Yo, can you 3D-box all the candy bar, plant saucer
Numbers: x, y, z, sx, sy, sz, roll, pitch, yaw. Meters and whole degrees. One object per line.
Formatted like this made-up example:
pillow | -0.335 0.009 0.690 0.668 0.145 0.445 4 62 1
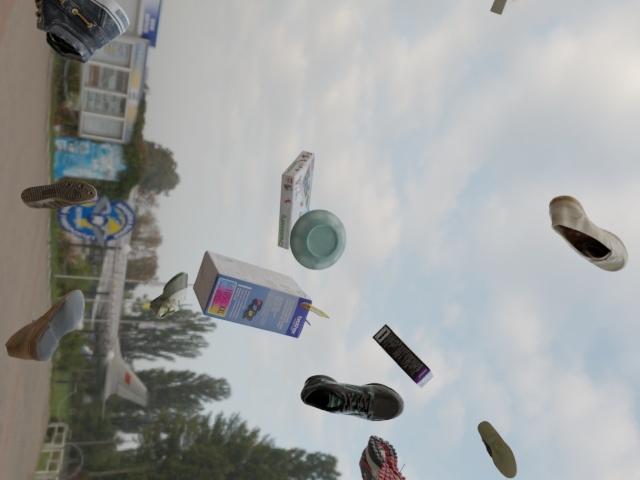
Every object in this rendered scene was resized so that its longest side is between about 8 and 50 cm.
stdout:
candy bar | -0.018 0.222 1.697 0.040 0.161 0.018 15 -103 28
plant saucer | 0.000 0.000 1.685 0.037 0.194 0.195 -165 -99 -69

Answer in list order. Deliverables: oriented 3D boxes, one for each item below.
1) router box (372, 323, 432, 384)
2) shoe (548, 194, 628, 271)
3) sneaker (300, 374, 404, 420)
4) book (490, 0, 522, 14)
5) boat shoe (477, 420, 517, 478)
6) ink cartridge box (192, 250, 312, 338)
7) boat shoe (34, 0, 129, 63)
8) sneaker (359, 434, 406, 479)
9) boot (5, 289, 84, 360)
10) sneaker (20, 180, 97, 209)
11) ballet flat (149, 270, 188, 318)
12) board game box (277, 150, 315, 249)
router box | 0.185 0.257 1.181 0.133 0.046 0.179 46 -2 22
shoe | 0.484 0.004 0.975 0.076 0.219 0.058 -27 -145 47
sneaker | 0.075 0.409 1.352 0.106 0.267 0.101 1 94 -75
book | 0.365 -0.488 1.010 0.144 0.035 0.096 -43 155 -47
boat shoe | 0.396 0.465 1.190 0.048 0.042 0.133 -32 -138 6
ink cartridge box | -0.205 0.187 1.808 0.151 0.395 0.270 -69 -156 7
boat shoe | -0.336 -0.291 0.678 0.083 0.183 0.065 -53 159 -20
sneaker | 0.184 0.703 1.541 0.112 0.120 0.299 -62 -168 15
boot | -0.788 0.234 1.552 0.305 0.115 0.113 -80 165 -66
sneaker | -0.715 -0.122 1.479 0.071 0.188 0.066 131 -46 -66
ballet flat | -0.394 0.152 1.440 0.068 0.072 0.213 55 -46 4
board game box | -0.087 -0.143 1.924 0.193 0.053 0.306 -57 160 -51
